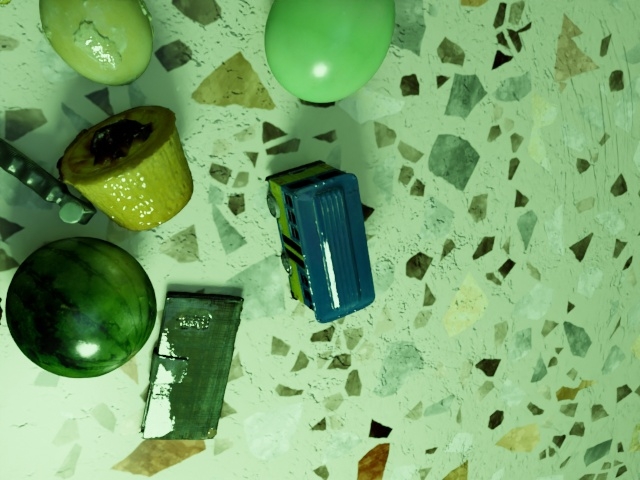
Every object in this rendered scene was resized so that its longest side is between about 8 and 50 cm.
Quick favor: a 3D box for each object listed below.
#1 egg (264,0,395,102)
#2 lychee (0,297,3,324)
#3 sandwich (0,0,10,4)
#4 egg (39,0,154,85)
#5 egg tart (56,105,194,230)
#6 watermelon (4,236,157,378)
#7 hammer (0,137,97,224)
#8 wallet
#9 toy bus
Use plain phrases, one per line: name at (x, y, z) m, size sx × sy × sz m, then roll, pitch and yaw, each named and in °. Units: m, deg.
egg at (0.019, -0.377, 1.157) m, size 0.220 × 0.220 × 0.270 m, roll 34°, pitch 91°, yaw -31°
lychee at (-0.635, 0.111, 0.989) m, size 0.260 × 0.260 × 0.261 m, roll -8°, pitch 110°, yaw -24°
sandwich at (-0.534, -0.416, 0.967) m, size 0.162 × 0.058 × 0.193 m, roll 27°, pitch 92°, yaw -33°
egg at (-0.352, -0.339, 1.025) m, size 0.164 × 0.164 × 0.201 m, roll -38°, pitch 129°, yaw -11°
egg tart at (-0.317, -0.120, 1.094) m, size 0.215 × 0.215 × 0.171 m, roll -34°, pitch 129°, yaw -13°
watermelon at (-0.403, 0.112, 1.100) m, size 0.242 × 0.242 × 0.242 m, roll -8°, pitch 110°, yaw -24°
hammer at (-0.473, -0.105, 1.070) m, size 0.226 × 0.159 × 0.041 m, roll 37°, pitch 87°, yaw -12°
wallet at (-0.263, 0.262, 1.331) m, size 0.169 × 0.044 × 0.317 m, roll 8°, pitch 102°, yaw -27°
toy bus at (0.000, 0.000, 1.299) m, size 0.138 × 0.175 × 0.288 m, roll -20°, pitch 114°, yaw -20°
